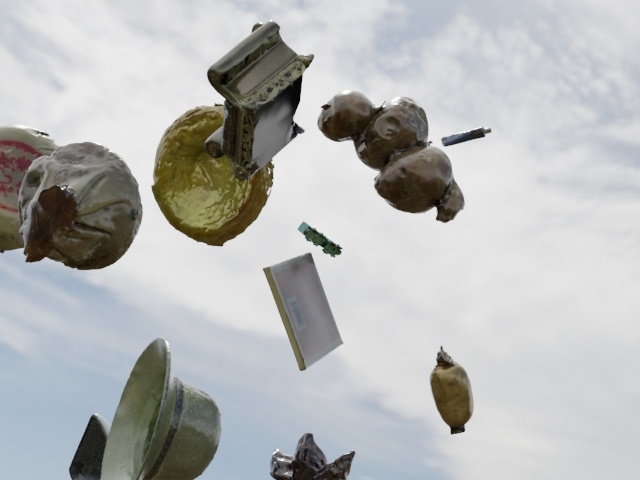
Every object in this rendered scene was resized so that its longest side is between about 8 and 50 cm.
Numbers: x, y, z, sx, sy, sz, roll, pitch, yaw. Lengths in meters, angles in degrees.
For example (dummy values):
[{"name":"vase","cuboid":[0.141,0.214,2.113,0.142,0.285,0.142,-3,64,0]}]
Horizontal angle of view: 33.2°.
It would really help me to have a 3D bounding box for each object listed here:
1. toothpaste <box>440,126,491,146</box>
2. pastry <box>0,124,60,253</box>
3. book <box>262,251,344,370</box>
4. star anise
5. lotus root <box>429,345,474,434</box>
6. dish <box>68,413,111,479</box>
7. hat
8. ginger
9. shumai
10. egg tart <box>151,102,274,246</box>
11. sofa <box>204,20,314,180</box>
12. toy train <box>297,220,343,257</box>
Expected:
[{"name":"toothpaste","cuboid":[0.237,-0.170,1.747,0.083,0.027,0.019,-14,-51,11]},{"name":"pastry","cuboid":[-0.597,-0.104,2.079,0.265,0.264,0.133,21,-33,-26]},{"name":"book","cuboid":[-0.025,0.109,1.731,0.018,0.170,0.242,-20,-2,15]},{"name":"star anise","cuboid":[-0.006,0.480,1.979,0.223,0.109,0.236,50,-48,-7]},{"name":"lotus root","cuboid":[0.216,0.243,1.756,0.072,0.151,0.063,-19,6,-40]},{"name":"dish","cuboid":[-0.397,0.481,2.121,0.080,0.243,0.181,-3,-48,-41]},{"name":"hat","cuboid":[-0.218,0.283,1.580,0.130,0.257,0.257,21,-25,-21]},{"name":"ginger","cuboid":[0.172,-0.184,2.372,0.256,0.375,0.176,-21,-23,-44]},{"name":"shumai","cuboid":[-0.364,-0.053,1.553,0.201,0.201,0.120,6,-6,9]},{"name":"egg tart","cuboid":[-0.225,-0.141,2.355,0.315,0.314,0.120,-2,-1,26]},{"name":"sofa","cuboid":[-0.144,-0.277,2.085,0.182,0.200,0.258,35,-31,16]},{"name":"toy train","cuboid":[0.000,0.000,1.884,0.092,0.029,0.045,33,5,-37]}]
